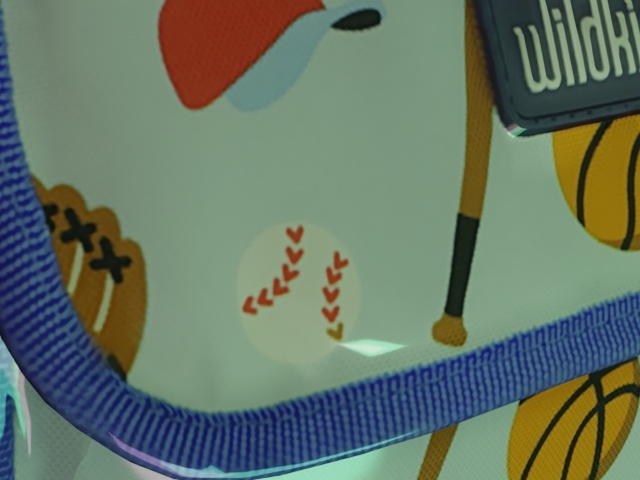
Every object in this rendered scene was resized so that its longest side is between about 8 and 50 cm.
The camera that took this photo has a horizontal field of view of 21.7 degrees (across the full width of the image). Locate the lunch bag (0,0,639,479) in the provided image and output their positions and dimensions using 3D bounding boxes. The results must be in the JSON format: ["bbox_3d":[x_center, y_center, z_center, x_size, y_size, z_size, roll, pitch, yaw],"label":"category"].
[{"bbox_3d":[0.000,0.000,0.483,0.328,0.239,0.385,-14,125,-36],"label":"lunch bag"}]
